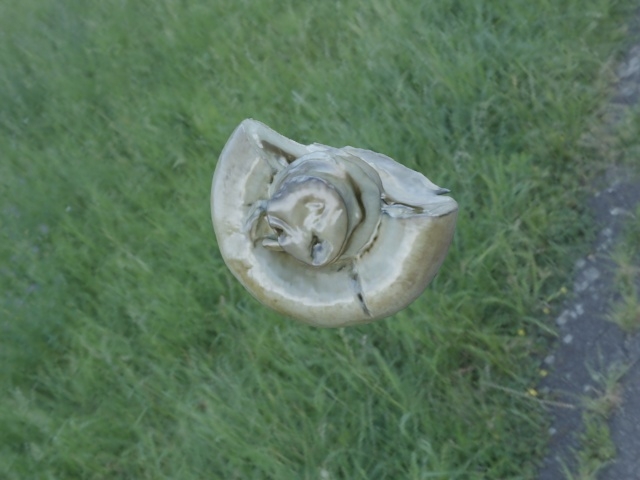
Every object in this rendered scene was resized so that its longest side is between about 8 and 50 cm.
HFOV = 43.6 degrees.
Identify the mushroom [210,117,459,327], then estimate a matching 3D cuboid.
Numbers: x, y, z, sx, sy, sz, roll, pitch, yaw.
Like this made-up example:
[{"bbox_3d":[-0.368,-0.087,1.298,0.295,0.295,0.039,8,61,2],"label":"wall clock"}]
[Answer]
[{"bbox_3d":[0.000,0.000,0.814,0.195,0.253,0.189,-49,-24,-71],"label":"mushroom"}]
